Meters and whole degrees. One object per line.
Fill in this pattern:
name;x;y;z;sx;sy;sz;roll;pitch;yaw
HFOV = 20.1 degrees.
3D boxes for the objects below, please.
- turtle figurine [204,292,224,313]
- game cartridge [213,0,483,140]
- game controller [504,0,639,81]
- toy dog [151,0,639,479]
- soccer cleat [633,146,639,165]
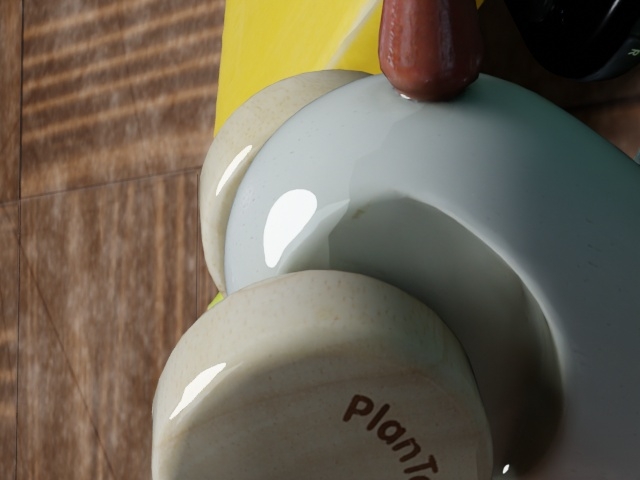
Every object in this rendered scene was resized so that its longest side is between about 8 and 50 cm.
turtle figurine;0.000;0.000;0.876;0.269;0.087;0.217;49;127;46
game cartridge;0.046;-0.184;0.770;0.324;0.052;0.285;-55;22;40
game controller;0.148;-0.218;0.683;0.319;0.067;0.166;-62;35;31
toy dog;0.112;0.002;0.489;0.220;0.333;0.161;55;139;48
soccer cleat;0.159;-0.037;0.664;0.072;0.060;0.179;48;124;60
